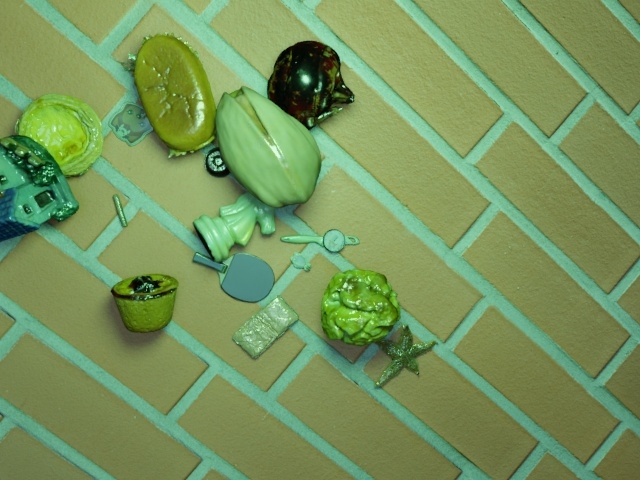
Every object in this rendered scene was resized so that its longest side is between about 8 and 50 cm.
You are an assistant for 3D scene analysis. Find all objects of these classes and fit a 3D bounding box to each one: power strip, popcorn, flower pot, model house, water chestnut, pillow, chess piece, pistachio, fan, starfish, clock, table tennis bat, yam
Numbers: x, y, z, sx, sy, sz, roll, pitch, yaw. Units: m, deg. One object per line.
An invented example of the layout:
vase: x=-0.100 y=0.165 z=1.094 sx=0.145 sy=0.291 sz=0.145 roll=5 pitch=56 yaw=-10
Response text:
power strip: x=-0.069 y=0.079 z=1.752 sx=0.083 sy=0.035 sz=0.055 roll=39 pitch=89 yaw=-6
popcorn: x=0.131 y=0.223 z=1.679 sx=0.282 sy=0.282 sz=0.246 roll=19 pitch=127 yaw=-8
flower pot: x=-0.349 y=-0.272 z=1.660 sx=0.112 sy=0.089 sz=0.111 roll=-1 pitch=94 yaw=-7
model house: x=-0.968 y=-0.139 z=1.433 sx=0.252 sy=0.329 sz=0.294 roll=-10 pitch=111 yaw=15
water chestnut: x=-0.037 y=-0.517 z=1.610 sx=0.244 sy=0.289 sz=0.289 roll=32 pitch=90 yaw=-41
pillow: x=-0.198 y=0.314 z=1.751 sx=0.232 sy=0.043 sz=0.126 roll=-42 pitch=93 yaw=0
chess piece: x=-0.274 y=-0.063 z=1.671 sx=0.298 sy=0.176 sz=0.175 roll=-32 pitch=98 yaw=-17
pistachio: x=-0.171 y=-0.294 z=1.551 sx=0.282 sy=0.365 sz=0.445 roll=-32 pitch=73 yaw=-6
fan: x=-0.617 y=-0.430 z=1.654 sx=0.220 sy=0.009 sz=0.132 roll=-44 pitch=99 yaw=-2
starfish: x=0.294 y=0.425 z=1.821 sx=0.295 sy=0.048 sz=0.231 roll=-36 pitch=108 yaw=-2
clock: x=0.050 y=0.000 z=1.752 sx=0.085 sy=0.017 sz=0.085 roll=-1 pitch=93 yaw=-11
table tennis bat: x=-0.312 y=0.117 z=1.729 sx=0.301 sy=0.022 sz=0.173 roll=23 pitch=92 yaw=-10
yam: x=-0.690 y=-0.103 z=1.663 sx=0.021 sy=0.021 sz=0.116 roll=-16 pitch=97 yaw=-6

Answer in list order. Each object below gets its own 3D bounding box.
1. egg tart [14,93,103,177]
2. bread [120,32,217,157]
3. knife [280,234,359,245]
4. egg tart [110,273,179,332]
egg tart: x=-0.849 y=-0.342 z=1.592 sx=0.279 sy=0.095 sz=0.278 roll=-1 pitch=99 yaw=-4
bread: x=-0.471 y=-0.480 z=1.580 sx=0.236 sy=0.183 sz=0.388 roll=-25 pitch=100 yaw=-7
knife: x=0.000 y=0.000 z=1.762 sx=0.294 sy=0.020 sz=0.043 roll=0 pitch=93 yaw=-9
egg tart: x=-0.580 y=0.203 z=1.619 sx=0.216 sy=0.215 sz=0.170 roll=-3 pitch=108 yaw=-7
